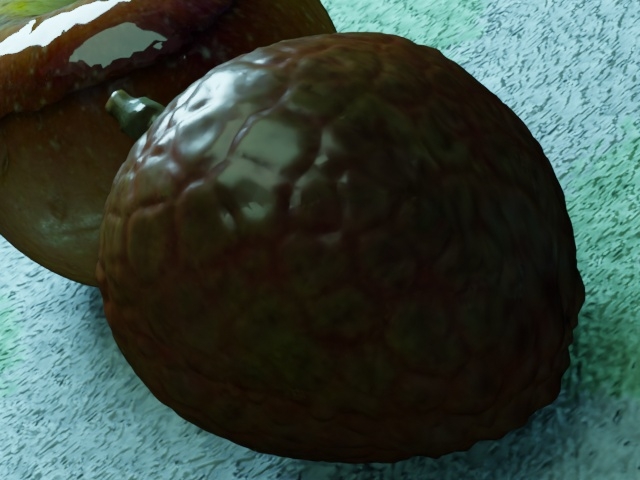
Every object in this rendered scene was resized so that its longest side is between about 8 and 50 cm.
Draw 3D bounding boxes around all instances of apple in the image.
[{"bbox_3d":[-0.113,-0.086,1.210,0.272,0.206,0.251,-20,26,8],"label":"apple"}]

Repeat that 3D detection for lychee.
[{"bbox_3d":[0.000,0.000,1.001,0.255,0.255,0.300,-42,48,-16],"label":"lychee"}]
